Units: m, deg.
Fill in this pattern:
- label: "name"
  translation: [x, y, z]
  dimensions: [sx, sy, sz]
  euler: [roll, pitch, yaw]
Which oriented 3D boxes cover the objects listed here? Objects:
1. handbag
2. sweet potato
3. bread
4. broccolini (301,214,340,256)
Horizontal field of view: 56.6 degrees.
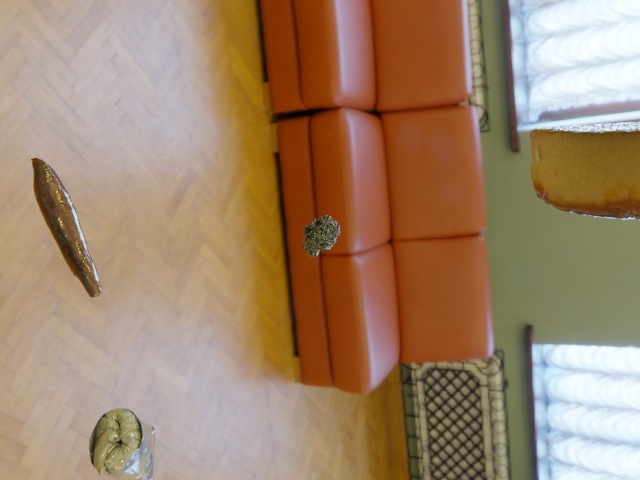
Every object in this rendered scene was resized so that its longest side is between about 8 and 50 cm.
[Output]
- label: "handbag"
  translation: [-0.351, 0.376, 1.080]
  dimensions: [0.173, 0.095, 0.117]
  euler: [83, -2, -60]
- label: "sweet potato"
  translation: [-0.430, -0.023, 1.002]
  dimensions: [0.057, 0.057, 0.265]
  euler: [-19, 82, -62]
- label: "bread"
  translation: [0.404, -0.086, 0.702]
  dimensions: [0.184, 0.274, 0.114]
  euler: [-9, 104, -30]
- label: "broccolini"
  translation: [-0.019, -0.006, 1.194]
  dimensions: [0.202, 0.068, 0.091]
  euler: [164, -56, -74]
